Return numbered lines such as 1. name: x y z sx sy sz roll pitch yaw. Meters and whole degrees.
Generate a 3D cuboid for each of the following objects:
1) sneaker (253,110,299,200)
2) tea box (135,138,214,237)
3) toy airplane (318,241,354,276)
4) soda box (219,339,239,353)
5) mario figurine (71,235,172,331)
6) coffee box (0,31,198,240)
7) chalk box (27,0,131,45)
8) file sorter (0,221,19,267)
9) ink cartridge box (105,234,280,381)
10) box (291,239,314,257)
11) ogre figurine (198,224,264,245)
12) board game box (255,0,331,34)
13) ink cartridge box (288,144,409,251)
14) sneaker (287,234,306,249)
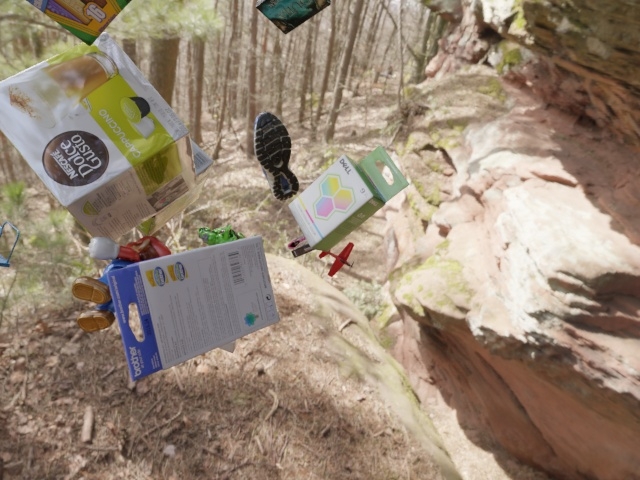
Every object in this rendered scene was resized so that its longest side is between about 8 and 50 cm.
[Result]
1. sneaker: -0.170 -0.292 1.446 0.130 0.330 0.147 -24 49 -14
2. tea box: -0.668 -0.238 1.784 0.220 0.323 0.329 44 54 -4
3. toy airplane: 0.056 0.057 1.513 0.151 0.151 0.028 9 11 -11
4. soda box: -0.338 0.249 1.237 0.216 0.069 0.073 20 47 3
5. mario figurine: -0.503 0.085 1.046 0.170 0.198 0.320 40 20 -10
6. coffee box: -0.571 -0.243 1.119 0.334 0.338 0.337 -39 86 -20
7. chalk box: -0.478 -0.540 0.742 0.289 0.179 0.180 33 51 -44
8. file sorter: -0.908 -0.009 1.101 0.118 0.104 0.170 22 1 33
9. ink cartridge box: -0.222 0.108 0.776 0.065 0.185 0.311 -9 5 42
10. box: 0.000 0.000 1.280 0.162 0.029 0.116 -21 8 17
11. ogre figurine: -0.280 -0.003 1.281 0.197 0.096 0.118 31 8 -5
12. board game box: -0.079 -0.685 1.224 0.186 0.026 0.126 -11 -27 41
13. ink cartridge box: 0.048 -0.085 0.798 0.062 0.209 0.109 18 38 -57
14. sneaker: -0.066 0.004 1.491 0.057 0.119 0.047 -13 78 -63
